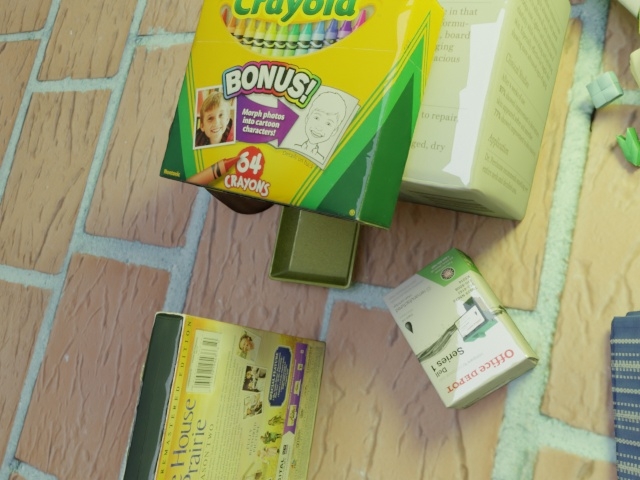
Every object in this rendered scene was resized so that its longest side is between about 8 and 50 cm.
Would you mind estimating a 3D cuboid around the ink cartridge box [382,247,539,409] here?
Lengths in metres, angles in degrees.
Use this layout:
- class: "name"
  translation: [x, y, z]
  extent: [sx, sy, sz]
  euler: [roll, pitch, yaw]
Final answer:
- class: "ink cartridge box"
  translation: [0.232, 0.149, 1.017]
  extent: [0.160, 0.093, 0.219]
  euler: [-38, 61, 16]

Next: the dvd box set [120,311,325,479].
- class: "dvd box set"
  translation: [-0.133, 0.294, 0.989]
  extent: [0.062, 0.420, 0.307]
  euler: [2, 78, 30]

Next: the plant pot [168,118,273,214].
- class: "plant pot"
  translation: [-0.201, -0.189, 1.273]
  extent: [0.216, 0.230, 0.215]
  euler: [-9, 72, 27]

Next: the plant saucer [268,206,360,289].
- class: "plant saucer"
  translation: [0.000, 0.000, 1.216]
  extent: [0.189, 0.045, 0.188]
  euler: [5, 79, 31]

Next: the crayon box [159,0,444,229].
- class: "crayon box"
  translation: [-0.040, -0.206, 0.869]
  extent: [0.363, 0.106, 0.312]
  euler: [14, 91, 32]

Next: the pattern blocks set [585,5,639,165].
- class: "pattern blocks set"
  translation: [0.550, -0.245, 0.877]
  extent: [0.325, 0.026, 0.285]
  euler: [-52, 55, 51]

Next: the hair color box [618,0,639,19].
- class: "hair color box"
  translation: [0.564, -0.433, 0.933]
  extent: [0.374, 0.114, 0.185]
  euler: [62, 144, 27]

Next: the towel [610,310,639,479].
- class: "towel"
  translation: [0.491, 0.253, 0.798]
  extent: [0.243, 0.040, 0.335]
  euler: [153, 123, -67]

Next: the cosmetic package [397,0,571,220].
- class: "cosmetic package"
  translation: [0.184, -0.265, 0.999]
  extent: [0.328, 0.329, 0.393]
  euler: [13, 90, 32]
